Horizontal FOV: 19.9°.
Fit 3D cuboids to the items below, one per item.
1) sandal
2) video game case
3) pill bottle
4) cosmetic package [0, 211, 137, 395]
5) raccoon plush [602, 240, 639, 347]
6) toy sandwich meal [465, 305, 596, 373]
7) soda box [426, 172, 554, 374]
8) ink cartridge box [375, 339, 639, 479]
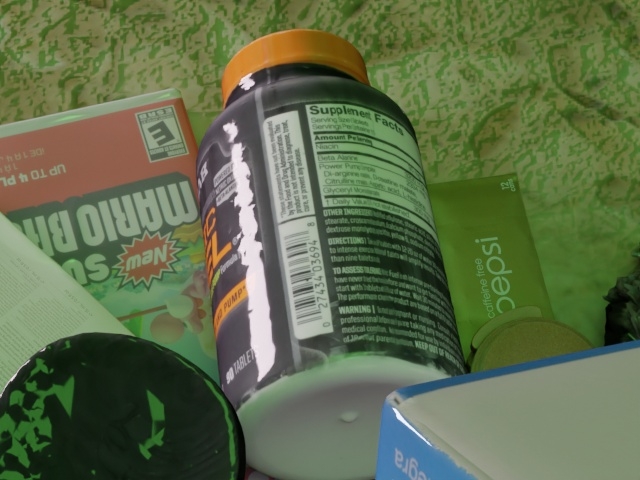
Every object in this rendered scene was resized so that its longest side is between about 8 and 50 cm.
[{"bbox_3d":[-0.162,0.251,0.834,0.167,0.107,0.446,13,78,10],"label":"sandal"},{"bbox_3d":[-0.142,0.054,1.037,0.204,0.025,0.285,-13,64,-11],"label":"video game case"},{"bbox_3d":[0.000,0.000,1.008,0.130,0.130,0.246,-4,54,-7],"label":"pill bottle"},{"bbox_3d":[-0.185,0.047,0.988,0.239,0.060,0.099,42,65,16],"label":"cosmetic package"},{"bbox_3d":[0.307,-0.044,0.968,0.216,0.299,0.446,27,63,10],"label":"raccoon plush"},{"bbox_3d":[0.114,0.077,0.972,0.085,0.029,0.085,4,65,-8],"label":"toy sandwich meal"},{"bbox_3d":[0.100,0.055,1.033,0.058,0.061,0.181,-8,63,-8],"label":"soda box"},{"bbox_3d":[0.163,0.241,0.710,0.285,0.395,0.166,-8,25,-30],"label":"ink cartridge box"}]
